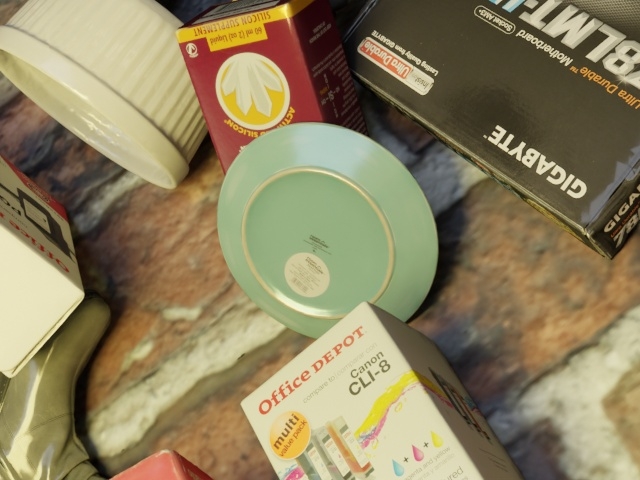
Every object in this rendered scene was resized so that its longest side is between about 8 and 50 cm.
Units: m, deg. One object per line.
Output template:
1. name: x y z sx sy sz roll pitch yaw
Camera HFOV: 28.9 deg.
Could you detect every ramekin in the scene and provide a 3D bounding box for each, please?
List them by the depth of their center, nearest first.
1. ramekin: -0.181 -0.148 1.103 0.207 0.207 0.109 29 78 34

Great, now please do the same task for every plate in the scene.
1. plate: 0.000 0.000 0.977 0.188 0.024 0.188 8 115 18

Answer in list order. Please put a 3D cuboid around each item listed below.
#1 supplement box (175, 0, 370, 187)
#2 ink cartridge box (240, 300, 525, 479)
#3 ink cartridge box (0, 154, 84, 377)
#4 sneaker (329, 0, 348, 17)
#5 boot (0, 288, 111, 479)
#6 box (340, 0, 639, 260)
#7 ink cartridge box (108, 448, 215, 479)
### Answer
1. supplement box: -0.029 -0.102 1.005 0.104 0.081 0.188 -8 112 26
2. ink cartridge box: 0.052 0.158 0.894 0.128 0.127 0.176 -40 56 11
3. ink cartridge box: -0.305 -0.010 1.074 0.100 0.172 0.237 -46 25 4
4. sneaker: 0.038 -0.309 1.104 0.130 0.109 0.286 39 74 -5
5. boot: -0.221 0.180 1.084 0.161 0.083 0.246 35 90 22
6. box: 0.200 -0.183 0.979 0.293 0.073 0.295 -51 55 2
7. ink cartridge box: -0.125 0.387 0.855 0.279 0.160 0.385 -29 59 0
